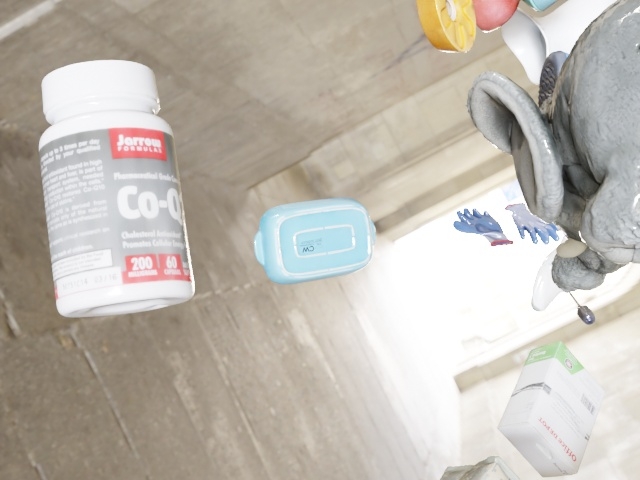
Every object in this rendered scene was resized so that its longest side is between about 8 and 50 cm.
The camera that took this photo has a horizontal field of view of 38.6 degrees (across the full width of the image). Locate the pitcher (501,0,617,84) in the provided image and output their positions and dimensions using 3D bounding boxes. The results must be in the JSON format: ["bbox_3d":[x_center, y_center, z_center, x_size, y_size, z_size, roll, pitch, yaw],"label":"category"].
[{"bbox_3d":[0.387,-0.270,1.310,0.125,0.207,0.177,141,-67,-73],"label":"pitcher"}]

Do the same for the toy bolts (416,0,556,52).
[{"bbox_3d":[0.220,-0.310,1.026,0.228,0.158,0.218,20,67,-53],"label":"toy bolts"}]

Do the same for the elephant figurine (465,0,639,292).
[{"bbox_3d":[0.170,-0.057,0.548,0.169,0.186,0.239,17,2,-16],"label":"elephant figurine"}]

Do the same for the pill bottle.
[{"bbox_3d":[-0.247,-0.059,1.089,0.161,0.161,0.283,26,54,-76],"label":"pill bottle"}]

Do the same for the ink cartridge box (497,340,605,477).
[{"bbox_3d":[0.465,0.340,1.832,0.160,0.092,0.219,48,51,-14],"label":"ink cartridge box"}]

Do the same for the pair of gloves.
[{"bbox_3d":[0.359,-0.028,1.769,0.159,0.198,0.023,-123,-150,-58],"label":"pair of gloves"}]

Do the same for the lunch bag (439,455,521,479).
[{"bbox_3d":[0.269,0.513,1.384,0.287,0.169,0.235,46,55,-5],"label":"lunch bag"}]

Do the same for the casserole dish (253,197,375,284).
[{"bbox_3d":[0.000,0.000,1.286,0.037,0.188,0.114,-177,-101,-67],"label":"casserole dish"}]

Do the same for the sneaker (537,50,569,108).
[{"bbox_3d":[0.288,-0.110,0.996,0.069,0.082,0.209,-97,174,-66],"label":"sneaker"}]

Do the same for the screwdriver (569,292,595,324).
[{"bbox_3d":[0.419,0.108,1.490,0.024,0.025,0.170,44,7,-4],"label":"screwdriver"}]

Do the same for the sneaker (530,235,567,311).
[{"bbox_3d":[0.323,0.031,1.170,0.061,0.152,0.053,31,-12,26],"label":"sneaker"}]
